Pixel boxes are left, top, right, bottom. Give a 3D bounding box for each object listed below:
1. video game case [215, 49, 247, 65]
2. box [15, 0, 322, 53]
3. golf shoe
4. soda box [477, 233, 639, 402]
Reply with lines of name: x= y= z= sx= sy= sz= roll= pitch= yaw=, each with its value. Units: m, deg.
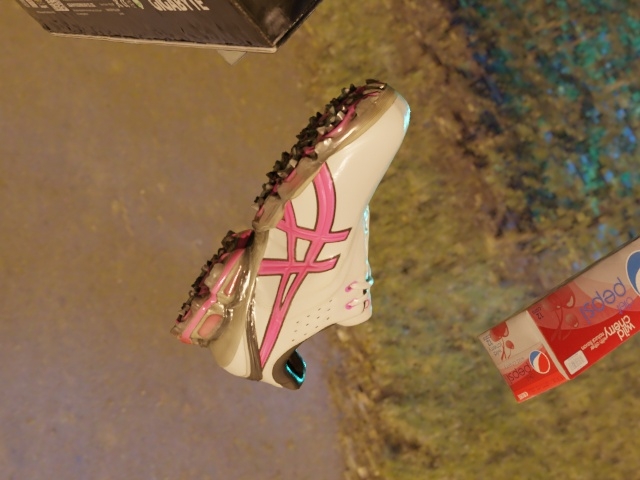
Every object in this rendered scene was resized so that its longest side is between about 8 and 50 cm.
video game case: x=-0.008 y=-0.330 z=1.285 sx=0.061 sy=0.244 sz=0.269 roll=46 pitch=23 yaw=-12
box: x=-0.142 y=-0.196 z=0.472 sx=0.257 sy=0.079 sz=0.322 roll=47 pitch=-12 yaw=-26
golf shoe: x=0.000 y=0.000 z=0.582 sx=0.086 sy=0.186 sz=0.067 roll=32 pitch=32 yaw=-7
soda box: x=0.294 y=0.070 z=1.198 sx=0.263 sy=0.092 sz=0.083 roll=-26 pitch=81 yaw=-35
